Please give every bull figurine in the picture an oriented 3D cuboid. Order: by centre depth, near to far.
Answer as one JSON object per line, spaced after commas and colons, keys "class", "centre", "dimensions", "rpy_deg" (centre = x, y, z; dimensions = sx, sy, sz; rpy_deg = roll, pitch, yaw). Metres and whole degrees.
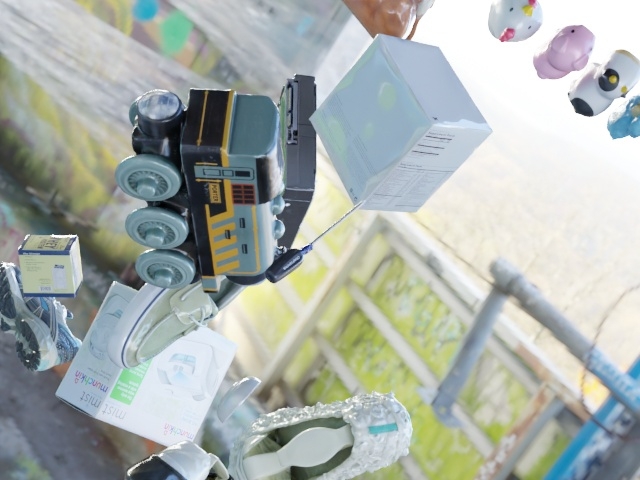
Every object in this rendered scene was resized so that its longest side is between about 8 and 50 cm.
{"class": "bull figurine", "centre": [0.069, -0.469, 1.798], "dimensions": [0.310, 0.188, 0.101], "rpy_deg": [45, 22, -17]}

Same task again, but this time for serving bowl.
{"class": "serving bowl", "centre": [-0.125, 0.229, 1.572], "dimensions": [0.027, 0.083, 0.083], "rpy_deg": [43, 14, 4]}

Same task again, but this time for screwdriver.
{"class": "screwdriver", "centre": [0.000, 0.000, 1.254], "dimensions": [0.170, 0.024, 0.025], "rpy_deg": [-34, 71, -29]}

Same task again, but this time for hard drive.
{"class": "hard drive", "centre": [-0.063, -0.131, 2.028], "dimensions": [0.064, 0.237, 0.339], "rpy_deg": [4, -24, -9]}

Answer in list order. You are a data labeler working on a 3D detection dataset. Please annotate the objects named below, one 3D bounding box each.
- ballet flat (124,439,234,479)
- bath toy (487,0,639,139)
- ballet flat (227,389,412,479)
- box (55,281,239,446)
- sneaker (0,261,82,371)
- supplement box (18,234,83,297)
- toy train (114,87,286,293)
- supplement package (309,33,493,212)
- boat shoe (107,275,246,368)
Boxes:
{"class": "ballet flat", "centre": [-0.192, 0.337, 1.516], "dimensions": [0.095, 0.096, 0.280], "rpy_deg": [30, -11, 23]}
{"class": "bath toy", "centre": [0.445, -0.317, 1.891], "dimensions": [0.348, 0.151, 0.129], "rpy_deg": [36, 36, -7]}
{"class": "ballet flat", "centre": [-0.040, 0.323, 1.651], "dimensions": [0.147, 0.408, 0.147], "rpy_deg": [25, 51, -35]}
{"class": "box", "centre": [-0.312, 0.235, 1.948], "dimensions": [0.126, 0.231, 0.262], "rpy_deg": [18, -13, 38]}
{"class": "sneaker", "centre": [-0.578, 0.154, 2.165], "dimensions": [0.122, 0.110, 0.283], "rpy_deg": [-2, 43, -42]}
{"class": "supplement box", "centre": [-0.424, 0.040, 1.679], "dimensions": [0.083, 0.083, 0.056], "rpy_deg": [1, 25, 1]}
{"class": "toy train", "centre": [-0.138, -0.052, 1.311], "dimensions": [0.190, 0.334, 0.142], "rpy_deg": [3, 52, 3]}
{"class": "supplement package", "centre": [0.125, -0.183, 1.702], "dimensions": [0.149, 0.203, 0.194], "rpy_deg": [1, 53, -42]}
{"class": "boat shoe", "centre": [-0.201, 0.090, 1.655], "dimensions": [0.094, 0.302, 0.109], "rpy_deg": [30, -26, 27]}
